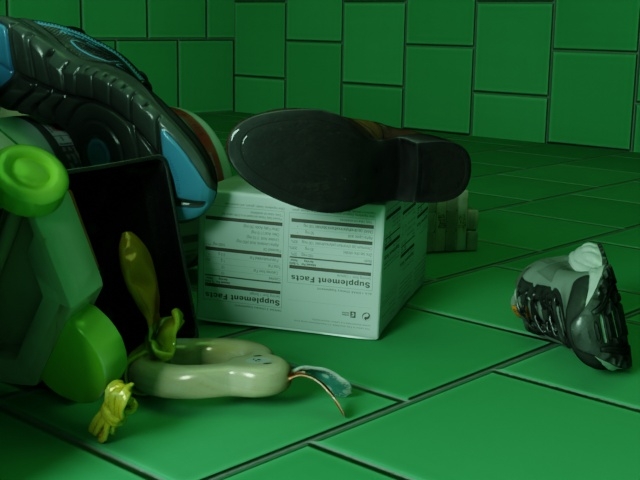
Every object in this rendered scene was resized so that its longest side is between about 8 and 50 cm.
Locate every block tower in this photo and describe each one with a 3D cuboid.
[{"bbox_3d":[0.050,-0.029,1.516,0.335,0.091,0.097,-3,11,-20],"label":"block tower"}]

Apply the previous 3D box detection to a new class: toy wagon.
[{"bbox_3d":[-0.268,0.019,0.841,0.344,0.267,0.068,39,42,5],"label":"toy wagon"}]

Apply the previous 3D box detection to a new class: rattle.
[{"bbox_3d":[-0.069,0.070,0.918,0.199,0.143,0.130,0,-9,29],"label":"rattle"}]

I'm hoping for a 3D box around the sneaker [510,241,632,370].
[{"bbox_3d":[0.245,0.071,1.071,0.108,0.100,0.271,-11,6,10],"label":"sneaker"}]

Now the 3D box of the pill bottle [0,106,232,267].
[{"bbox_3d":[-0.297,-0.045,1.264,0.210,0.210,0.362,11,15,42],"label":"pill bottle"}]

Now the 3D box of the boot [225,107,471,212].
[{"bbox_3d":[-0.026,-0.100,1.116,0.264,0.096,0.280,-6,13,-30],"label":"boot"}]

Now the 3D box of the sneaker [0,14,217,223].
[{"bbox_3d":[-0.214,-0.145,1.146,0.341,0.125,0.139,39,31,23],"label":"sneaker"}]

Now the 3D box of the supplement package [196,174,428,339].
[{"bbox_3d":[0.000,0.000,1.227,0.204,0.145,0.262,5,12,15],"label":"supplement package"}]

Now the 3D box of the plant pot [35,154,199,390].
[{"bbox_3d":[-0.247,0.033,1.011,0.167,0.188,0.187,-8,6,31],"label":"plant pot"}]

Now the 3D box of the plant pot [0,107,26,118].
[{"bbox_3d":[-0.354,-0.108,1.565,0.256,0.257,0.274,-1,22,-11],"label":"plant pot"}]
